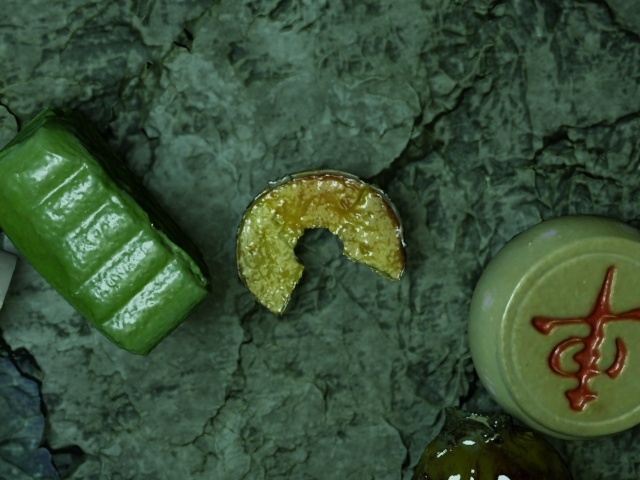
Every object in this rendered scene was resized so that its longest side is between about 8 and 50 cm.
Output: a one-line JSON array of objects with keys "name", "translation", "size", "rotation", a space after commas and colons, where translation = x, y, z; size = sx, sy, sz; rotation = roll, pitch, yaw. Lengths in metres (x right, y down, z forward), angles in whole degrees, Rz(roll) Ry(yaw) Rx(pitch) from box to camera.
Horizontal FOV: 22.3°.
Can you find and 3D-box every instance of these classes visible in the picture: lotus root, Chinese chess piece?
[{"name": "lotus root", "translation": [0.203, 0.354, 1.763], "size": [0.196, 0.179, 0.397], "rotation": [-11, 107, 7]}, {"name": "Chinese chess piece", "translation": [0.286, 0.096, 1.769], "size": [0.251, 0.097, 0.250], "rotation": [-2, 102, -11]}]

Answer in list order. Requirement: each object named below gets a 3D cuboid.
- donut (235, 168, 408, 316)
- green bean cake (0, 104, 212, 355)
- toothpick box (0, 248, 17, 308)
[{"name": "donut", "translation": [-0.005, -0.010, 1.706], "size": [0.181, 0.078, 0.146], "rotation": [-17, 103, 0]}, {"name": "green bean cake", "translation": [-0.221, -0.017, 1.587], "size": [0.125, 0.222, 0.248], "rotation": [-44, 103, 2]}, {"name": "toothpick box", "translation": [-0.391, 0.034, 1.628], "size": [0.149, 0.098, 0.098], "rotation": [21, 97, -14]}]
